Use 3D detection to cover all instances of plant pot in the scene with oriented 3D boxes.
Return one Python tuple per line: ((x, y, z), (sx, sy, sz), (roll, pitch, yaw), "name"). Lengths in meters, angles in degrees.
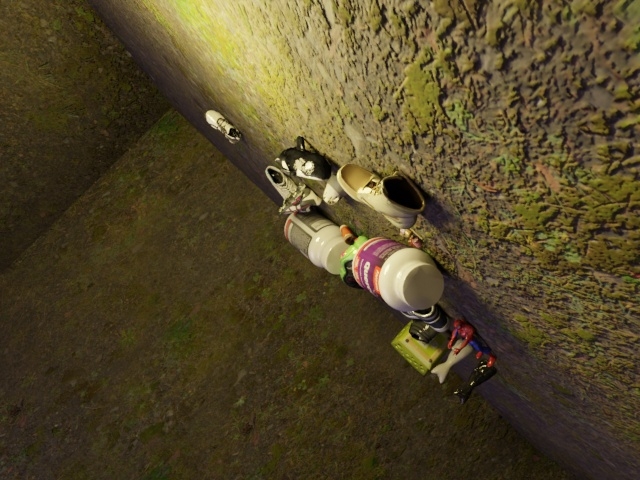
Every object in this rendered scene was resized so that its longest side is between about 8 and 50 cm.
((0.493, 0.477, 2.253), (0.227, 0.228, 0.207), (43, 169, 15), "plant pot")

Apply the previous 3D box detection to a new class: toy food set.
((0.247, -0.004, 1.305), (0.078, 0.019, 0.122), (43, 175, 13), "toy food set")

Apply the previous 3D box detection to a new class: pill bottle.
((0.000, 0.000, 2.224), (0.363, 0.210, 0.210), (40, 174, 48), "pill bottle")
((0.225, 0.099, 1.405), (0.181, 0.181, 0.323), (45, 175, -17), "pill bottle")

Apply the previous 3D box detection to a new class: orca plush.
((-0.048, -0.256, 1.397), (0.151, 0.102, 0.287), (0, -160, -14), "orca plush")

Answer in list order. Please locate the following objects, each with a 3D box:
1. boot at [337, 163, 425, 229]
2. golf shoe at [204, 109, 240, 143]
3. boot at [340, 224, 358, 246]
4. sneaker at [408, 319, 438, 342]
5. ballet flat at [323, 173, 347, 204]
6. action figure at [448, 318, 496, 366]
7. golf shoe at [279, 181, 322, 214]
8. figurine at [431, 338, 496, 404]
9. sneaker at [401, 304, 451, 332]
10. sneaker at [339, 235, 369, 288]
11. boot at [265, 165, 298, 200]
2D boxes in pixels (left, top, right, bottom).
((0.128, -0.113, 1.026), (0.213, 0.077, 0.165), (38, 175, 8), "boot")
((-0.443, -0.534, 2.197), (0.198, 0.077, 0.094), (38, 167, -23), "golf shoe")
((0.134, -0.010, 2.038), (0.158, 0.059, 0.085), (44, -165, -52), "boot")
((0.425, 0.349, 2.117), (0.104, 0.147, 0.295), (44, 177, -27), "sneaker")
((0.042, -0.148, 1.476), (0.072, 0.068, 0.213), (43, 175, 2), "ballet flat")
((0.528, 0.389, 1.730), (0.280, 0.139, 0.091), (50, 171, -34), "action figure")
((-0.095, -0.153, 2.055), (0.120, 0.105, 0.273), (27, 161, -16), "golf shoe")
((0.609, 0.562, 2.050), (0.215, 0.209, 0.092), (44, 175, 0), "figurine")
((0.391, 0.266, 1.947), (0.153, 0.099, 0.282), (41, 171, -36), "sneaker")
((0.200, 0.145, 2.016), (0.202, 0.185, 0.483), (46, 177, 19), "sneaker")
((-0.155, -0.234, 2.171), (0.258, 0.095, 0.123), (43, -178, 17), "boot")
